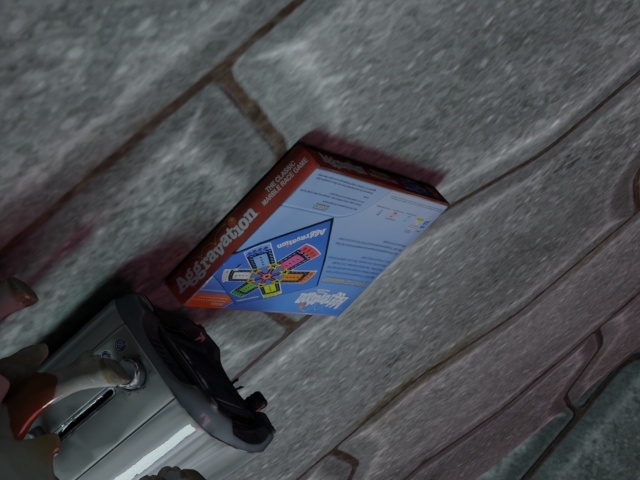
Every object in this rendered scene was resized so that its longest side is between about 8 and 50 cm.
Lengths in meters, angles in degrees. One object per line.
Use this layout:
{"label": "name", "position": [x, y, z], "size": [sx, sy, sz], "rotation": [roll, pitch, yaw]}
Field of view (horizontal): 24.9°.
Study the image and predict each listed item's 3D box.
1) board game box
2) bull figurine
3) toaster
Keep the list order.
{"label": "board game box", "position": [0.000, 0.000, 1.139], "size": [0.145, 0.027, 0.281], "rotation": [-46, 160, 14]}
{"label": "bull figurine", "position": [-0.162, 0.170, 0.811], "size": [0.188, 0.310, 0.101], "rotation": [-46, 147, 3]}
{"label": "toaster", "position": [-0.132, 0.134, 1.042], "size": [0.146, 0.129, 0.227], "rotation": [-37, 163, 3]}
